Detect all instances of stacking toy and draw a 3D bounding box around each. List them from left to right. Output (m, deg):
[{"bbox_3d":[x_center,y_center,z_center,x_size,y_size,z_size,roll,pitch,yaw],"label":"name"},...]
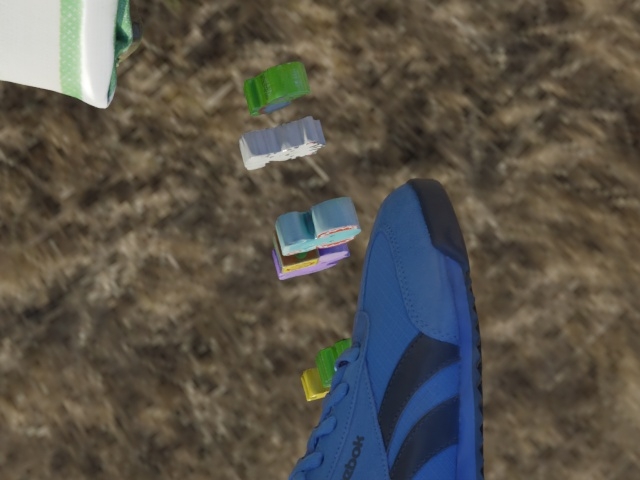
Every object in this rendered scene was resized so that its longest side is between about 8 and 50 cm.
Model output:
[{"bbox_3d":[0.000,0.000,1.012,0.052,0.167,0.221,-15,173,-5],"label":"stacking toy"}]

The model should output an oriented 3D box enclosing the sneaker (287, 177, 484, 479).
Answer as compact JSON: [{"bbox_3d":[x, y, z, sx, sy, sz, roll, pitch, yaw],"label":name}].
[{"bbox_3d":[0.016,0.080,0.613,0.082,0.209,0.069,-1,167,3],"label":"sneaker"}]

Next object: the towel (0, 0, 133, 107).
[{"bbox_3d":[-0.220,-0.167,0.617,0.325,0.038,0.248,11,136,1],"label":"towel"}]

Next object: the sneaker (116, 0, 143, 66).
[{"bbox_3d":[-0.123,-0.114,0.861,0.086,0.192,0.064,9,86,-21],"label":"sneaker"}]
